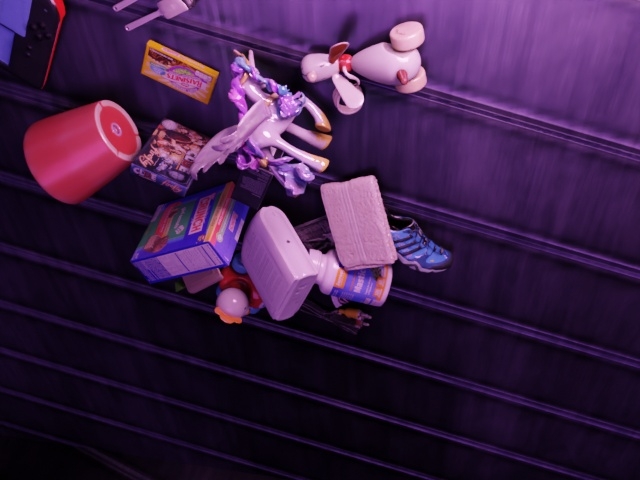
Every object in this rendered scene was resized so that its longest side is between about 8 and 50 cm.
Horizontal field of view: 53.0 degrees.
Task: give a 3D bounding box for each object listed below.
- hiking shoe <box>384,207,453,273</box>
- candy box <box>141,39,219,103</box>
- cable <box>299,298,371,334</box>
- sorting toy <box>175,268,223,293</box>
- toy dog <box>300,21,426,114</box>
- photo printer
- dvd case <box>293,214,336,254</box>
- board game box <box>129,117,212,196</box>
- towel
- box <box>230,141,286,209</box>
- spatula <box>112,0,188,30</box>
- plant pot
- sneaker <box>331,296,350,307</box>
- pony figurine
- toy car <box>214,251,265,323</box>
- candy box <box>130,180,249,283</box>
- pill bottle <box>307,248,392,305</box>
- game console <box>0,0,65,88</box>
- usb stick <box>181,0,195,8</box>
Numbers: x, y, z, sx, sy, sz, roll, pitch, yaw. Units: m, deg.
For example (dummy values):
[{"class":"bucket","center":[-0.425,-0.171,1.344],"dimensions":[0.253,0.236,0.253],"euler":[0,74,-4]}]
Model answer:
[{"class":"hiking shoe","center":[0.278,0.003,1.969],"dimensions":[0.303,0.113,0.132],"euler":[21,135,-4]},{"class":"candy box","center":[-0.392,-0.466,1.786],"dimensions":[0.205,0.027,0.105],"euler":[24,137,-6]},{"class":"cable","center":[0.044,0.265,2.342],"dimensions":[0.287,0.072,0.139],"euler":[18,153,16]},{"class":"sorting toy","center":[-0.428,0.070,2.249],"dimensions":[0.347,0.047,0.196],"euler":[-26,90,36]},{"class":"toy dog","center":[0.112,-0.415,1.595],"dimensions":[0.333,0.161,0.220],"euler":[-20,123,30]},{"class":"photo printer","center":[-0.146,0.063,2.049],"dimensions":[0.107,0.308,0.256],"euler":[-12,147,-33]},{"class":"dvd case","center":[0.000,0.000,2.112],"dimensions":[0.221,0.018,0.165],"euler":[-19,125,30]},{"class":"board game box","center":[-0.422,-0.244,1.850],"dimensions":[0.165,0.243,0.042],"euler":[23,133,-7]},{"class":"towel","center":[0.117,-0.049,1.936],"dimensions":[0.187,0.049,0.283],"euler":[-8,103,31]},{"class":"box","center":[-0.180,-0.204,1.878],"dimensions":[0.093,0.156,0.158],"euler":[24,134,-6]},{"class":"spatula","center":[-0.462,-0.626,1.631],"dimensions":[0.241,0.019,0.168],"euler":[-4,136,38]},{"class":"plant pot","center":[-0.687,-0.278,1.900],"dimensions":[0.243,0.275,0.275],"euler":[-22,123,20]},{"class":"sneaker","center":[0.061,0.154,2.216],"dimensions":[0.077,0.072,0.178],"euler":[-17,134,13]},{"class":"pony figurine","center":[-0.151,-0.282,1.681],"dimensions":[0.363,0.351,0.302],"euler":[38,153,-21]},{"class":"toy car","center":[-0.276,0.209,2.233],"dimensions":[0.210,0.238,0.219],"euler":[27,134,-10]},{"class":"candy box","center":[-0.408,-0.023,2.034],"dimensions":[0.317,0.268,0.122],"euler":[-13,131,25]},{"class":"pill bottle","center":[0.083,0.112,2.079],"dimensions":[0.271,0.152,0.152],"euler":[13,135,-7]},{"class":"game console","center":[-0.909,-0.630,1.760],"dimensions":[0.386,0.060,0.342],"euler":[31,132,-12]},{"class":"usb stick","center":[-0.404,-0.688,1.571],"dimensions":[0.077,0.045,0.278],"euler":[-7,131,34]}]
